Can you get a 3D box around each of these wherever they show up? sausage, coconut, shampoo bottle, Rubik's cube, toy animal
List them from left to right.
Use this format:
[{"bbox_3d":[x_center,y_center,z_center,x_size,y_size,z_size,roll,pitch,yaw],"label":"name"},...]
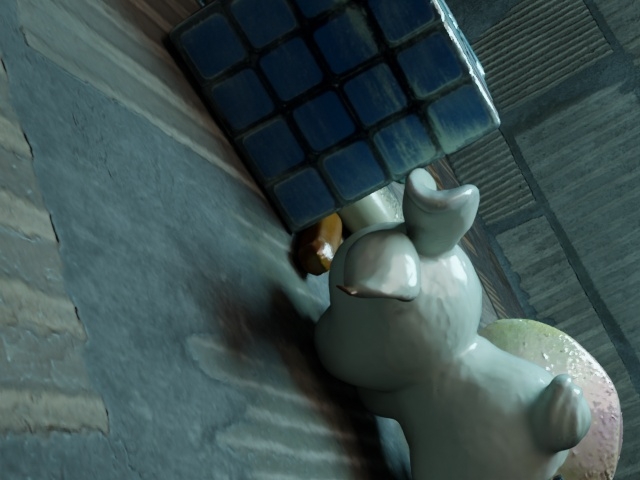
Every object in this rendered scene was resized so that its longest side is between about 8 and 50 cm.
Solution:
[{"bbox_3d":[0.000,0.000,0.980,0.039,0.041,0.131,63,13,-16],"label":"sausage"},{"bbox_3d":[0.022,-0.204,1.011,0.259,0.256,0.253,57,15,-16],"label":"Rubik's cube"},{"bbox_3d":[0.091,-0.008,1.236,0.257,0.078,0.127,49,13,-34],"label":"shampoo bottle"},{"bbox_3d":[0.103,0.099,0.832,0.310,0.182,0.247,63,-19,-2],"label":"toy animal"},{"bbox_3d":[0.239,0.214,1.071,0.245,0.233,0.233,32,32,-64],"label":"coconut"}]

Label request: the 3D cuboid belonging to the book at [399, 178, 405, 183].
[{"bbox_3d":[0.131,-0.225,1.745,0.282,0.025,0.215,3,87,-74],"label":"book"}]
